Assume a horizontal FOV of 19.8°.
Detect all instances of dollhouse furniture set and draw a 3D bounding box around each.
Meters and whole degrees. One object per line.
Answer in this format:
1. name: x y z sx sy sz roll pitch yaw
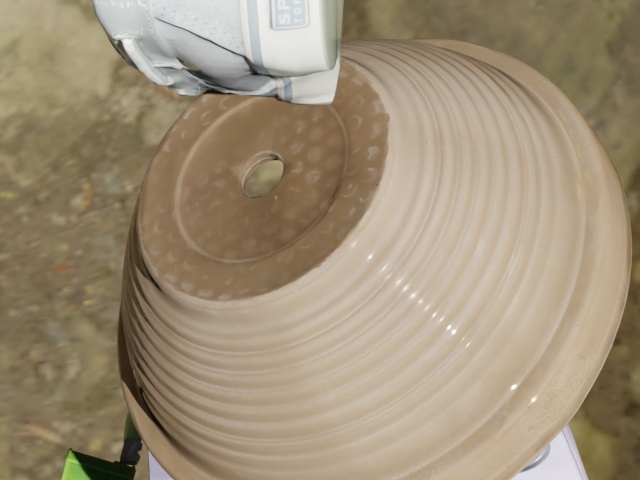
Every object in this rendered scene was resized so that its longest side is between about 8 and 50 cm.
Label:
1. dollhouse furniture set: -0.181 0.169 1.585 0.059 0.076 0.151 16 31 -3

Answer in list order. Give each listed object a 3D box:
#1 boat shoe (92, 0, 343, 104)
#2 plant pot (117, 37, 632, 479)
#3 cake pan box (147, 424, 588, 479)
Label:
1. boat shoe: -0.033 -0.086 0.595 0.081 0.227 0.079 3 94 1
2. plant pot: 0.000 0.000 0.767 0.110 0.237 0.237 44 59 -49
3. cake pan box: 0.044 0.181 1.203 0.267 0.070 0.245 -22 126 8
